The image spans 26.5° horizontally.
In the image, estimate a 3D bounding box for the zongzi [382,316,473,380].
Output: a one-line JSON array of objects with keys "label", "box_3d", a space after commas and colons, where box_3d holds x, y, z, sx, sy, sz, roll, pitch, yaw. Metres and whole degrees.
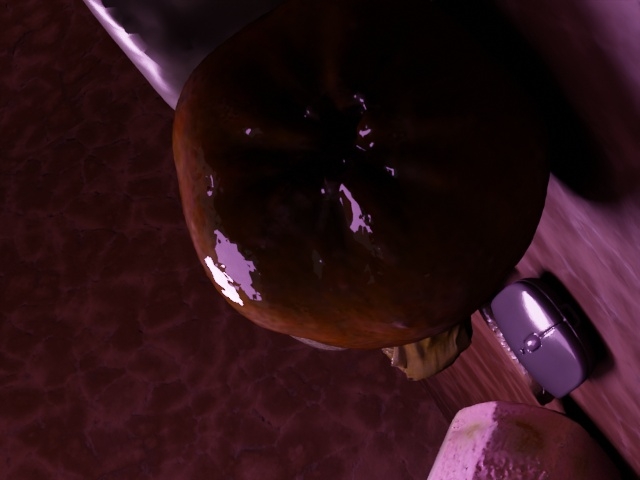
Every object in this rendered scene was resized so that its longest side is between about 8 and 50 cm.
[{"label": "zongzi", "box_3d": [0.140, 0.088, 1.568, 0.274, 0.125, 0.251, 43, 154, 53]}]

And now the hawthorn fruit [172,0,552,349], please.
[{"label": "hawthorn fruit", "box_3d": [0.033, -0.050, 1.011, 0.268, 0.267, 0.301, 55, 179, 11]}]

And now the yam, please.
[{"label": "yam", "box_3d": [0.234, 0.130, 1.615, 0.145, 0.032, 0.032, 57, 176, -5]}]

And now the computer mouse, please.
[{"label": "computer mouse", "box_3d": [0.218, 0.099, 1.351, 0.120, 0.057, 0.232, 55, 176, 8]}]

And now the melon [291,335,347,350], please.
[{"label": "melon", "box_3d": [0.000, 0.000, 1.874, 0.302, 0.237, 0.237, 62, 175, -11]}]

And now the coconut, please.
[{"label": "coconut", "box_3d": [0.240, 0.308, 1.608, 0.233, 0.245, 0.233, 21, 148, 14]}]

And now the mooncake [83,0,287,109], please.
[{"label": "mooncake", "box_3d": [-0.144, -0.300, 1.306, 0.356, 0.194, 0.356, 55, -175, -7]}]
